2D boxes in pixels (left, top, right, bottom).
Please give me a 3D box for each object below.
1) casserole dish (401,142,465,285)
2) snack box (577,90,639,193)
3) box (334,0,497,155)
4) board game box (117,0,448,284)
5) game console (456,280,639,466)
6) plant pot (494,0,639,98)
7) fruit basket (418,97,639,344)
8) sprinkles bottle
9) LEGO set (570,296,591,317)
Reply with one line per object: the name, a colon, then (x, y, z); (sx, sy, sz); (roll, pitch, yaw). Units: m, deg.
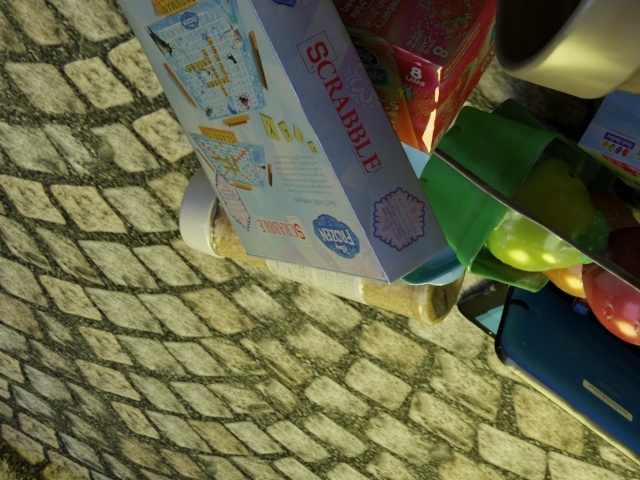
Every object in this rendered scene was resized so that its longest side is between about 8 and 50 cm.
casserole dish: (0.106, -0.039, 1.726); (0.114, 0.037, 0.188); (-27, 98, 21)
snack box: (0.361, -0.046, 1.382); (0.207, 0.070, 0.174); (29, -179, -40)
box: (0.104, -0.218, 1.282); (0.123, 0.257, 0.128); (27, 152, 13)
board game box: (-0.052, -0.126, 1.281); (0.318, 0.066, 0.319); (64, 161, -14)
game console: (0.299, 0.183, 1.836); (0.293, 0.250, 0.173); (36, 126, -8)
plant pot: (0.313, -0.223, 1.062); (0.280, 0.323, 0.323); (18, 154, -9)
fruit basket: (0.278, 0.002, 1.473); (0.353, 0.165, 0.327); (29, -174, 27)
sprinkles bottle: (0.000, 0.000, 1.883); (0.355, 0.121, 0.121); (18, 149, 26)
LEGO set: (0.401, 0.066, 1.686); (0.182, 0.060, 0.244); (47, 140, -18)
